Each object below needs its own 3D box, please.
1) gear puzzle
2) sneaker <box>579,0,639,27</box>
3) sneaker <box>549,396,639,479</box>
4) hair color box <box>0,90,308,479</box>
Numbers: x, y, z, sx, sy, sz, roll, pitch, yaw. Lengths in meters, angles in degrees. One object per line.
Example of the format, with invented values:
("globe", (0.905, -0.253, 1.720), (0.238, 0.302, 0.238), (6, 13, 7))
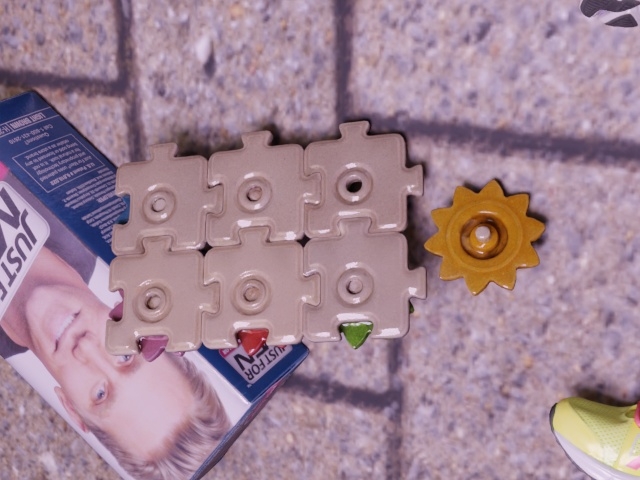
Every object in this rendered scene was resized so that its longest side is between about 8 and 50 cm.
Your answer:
("gear puzzle", (0.000, 0.000, 0.845), (0.338, 0.044, 0.176), (-5, 71, 15))
("sneaker", (0.217, -0.200, 0.674), (0.068, 0.071, 0.170), (15, 138, -15))
("sneaker", (0.266, 0.136, 0.774), (0.208, 0.081, 0.094), (15, 109, 16))
("hair color box", (-0.198, 0.052, 0.976), (0.347, 0.105, 0.174), (42, 124, 7))
